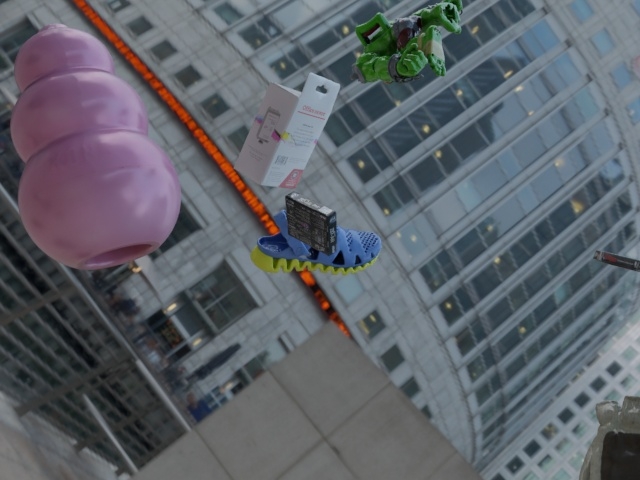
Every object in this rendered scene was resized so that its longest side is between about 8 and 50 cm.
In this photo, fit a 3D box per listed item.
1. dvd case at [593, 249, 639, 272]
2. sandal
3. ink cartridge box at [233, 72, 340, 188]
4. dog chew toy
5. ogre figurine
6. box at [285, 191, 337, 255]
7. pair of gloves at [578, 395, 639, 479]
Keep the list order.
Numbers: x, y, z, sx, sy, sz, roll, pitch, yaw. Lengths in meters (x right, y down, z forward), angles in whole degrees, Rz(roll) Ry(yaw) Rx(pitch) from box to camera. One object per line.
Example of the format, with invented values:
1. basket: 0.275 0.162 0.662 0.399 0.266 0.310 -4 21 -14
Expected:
1. dvd case: 0.333 0.030 0.679 0.087 0.013 0.119 15 3 2
2. sandal: 0.000 0.000 1.608 0.126 0.317 0.138 -122 -143 -54
3. ink cartridge box: -0.054 -0.191 1.155 0.067 0.198 0.115 33 15 24
4. dog chew toy: -0.315 -0.134 0.922 0.206 0.206 0.332 133 -61 -73
5. ogre figurine: 0.113 -0.264 0.916 0.118 0.197 0.097 -6 -33 37
6. box: -0.013 -0.024 0.958 0.083 0.018 0.067 27 -46 36
7. pair of gloves: 0.340 0.220 0.564 0.240 0.204 0.042 -6 -47 23
